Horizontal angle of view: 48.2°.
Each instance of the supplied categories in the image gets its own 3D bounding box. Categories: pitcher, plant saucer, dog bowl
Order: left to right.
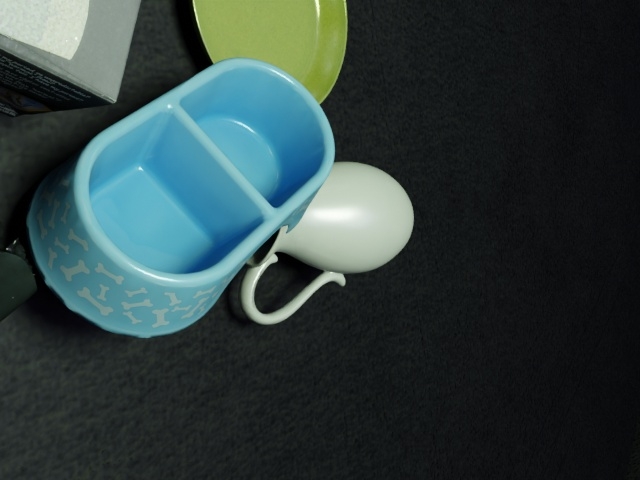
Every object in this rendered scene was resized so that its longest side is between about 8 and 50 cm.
[{"bbox_3d":[-0.096,-0.051,0.593,0.166,0.074,0.297,48,48,-5],"label":"dog bowl"},{"bbox_3d":[-0.057,-0.250,0.760,0.241,0.037,0.240,-3,94,-52],"label":"plant saucer"},{"bbox_3d":[0.000,0.000,0.786,0.207,0.126,0.177,0,99,-41],"label":"pitcher"}]

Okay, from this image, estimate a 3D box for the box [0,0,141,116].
[{"bbox_3d":[-0.213,-0.232,0.485,0.163,0.142,0.247,22,74,-50],"label":"box"}]

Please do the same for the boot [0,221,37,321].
[{"bbox_3d":[-0.305,0.015,0.418,0.207,0.094,0.246,-56,138,-28],"label":"boot"}]
